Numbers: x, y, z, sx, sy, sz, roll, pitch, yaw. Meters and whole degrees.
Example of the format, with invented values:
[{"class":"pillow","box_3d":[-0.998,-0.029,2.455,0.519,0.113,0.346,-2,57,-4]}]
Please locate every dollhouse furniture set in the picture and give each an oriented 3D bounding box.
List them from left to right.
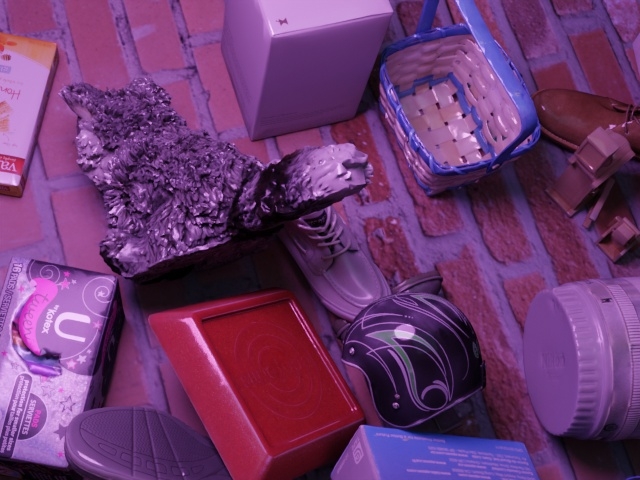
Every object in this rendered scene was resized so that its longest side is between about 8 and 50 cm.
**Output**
[{"class":"dollhouse furniture set","box_3d":[0.448,-0.081,1.535,0.101,0.182,0.161,-37,78,-21]}]

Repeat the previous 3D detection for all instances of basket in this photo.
[{"class":"basket","box_3d":[0.198,-0.214,1.490,0.201,0.289,0.254,-21,76,-11]}]

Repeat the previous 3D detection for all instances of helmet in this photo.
[{"class":"helmet","box_3d":[0.116,0.144,1.335,0.169,0.169,0.161,-25,83,-18]}]

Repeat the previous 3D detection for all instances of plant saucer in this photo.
[{"class":"plant saucer","box_3d":[-0.063,0.174,1.343,0.258,0.048,0.259,-10,65,-53]}]

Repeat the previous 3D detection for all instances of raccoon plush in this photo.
[{"class":"raccoon plush","box_3d":[-0.143,-0.132,1.376,0.447,0.216,0.299,-21,81,24]}]

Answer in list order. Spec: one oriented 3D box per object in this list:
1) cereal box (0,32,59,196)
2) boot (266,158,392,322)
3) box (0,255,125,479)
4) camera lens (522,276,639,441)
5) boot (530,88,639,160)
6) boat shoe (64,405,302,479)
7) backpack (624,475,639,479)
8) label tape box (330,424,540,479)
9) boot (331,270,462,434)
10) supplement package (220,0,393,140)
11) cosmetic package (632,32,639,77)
[{"class":"cereal box","box_3d":[-0.489,-0.191,1.502,0.173,0.047,0.240,10,67,-5]},{"class":"boot","box_3d":[0.000,0.000,1.430,0.095,0.123,0.258,-38,63,-12]},{"class":"box","box_3d":[-0.343,0.169,1.314,0.142,0.163,0.247,11,67,-3]},{"class":"camera lens","box_3d":[0.440,0.158,1.416,0.274,0.219,0.219,-2,68,-10]},{"class":"boot","box_3d":[0.476,-0.187,1.623,0.305,0.115,0.112,16,68,-1]},{"class":"boat shoe","box_3d":[-0.169,0.288,1.257,0.320,0.103,0.118,21,31,-35]},{"class":"backpack","box_3d":[0.447,0.403,1.372,0.173,0.117,0.158,23,65,11]},{"class":"label tape box","box_3d":[0.175,0.392,1.226,0.249,0.115,0.347,11,38,-24]},{"class":"boot","box_3d":[0.135,0.168,1.442,0.190,0.076,0.208,-31,68,-5]},{"class":"supplement package","box_3d":[-0.029,-0.298,1.488,0.175,0.293,0.177,-14,71,-14]},{"class":"cosmetic package","box_3d":[0.562,-0.268,1.402,0.098,0.377,0.284,1,62,-11]}]
